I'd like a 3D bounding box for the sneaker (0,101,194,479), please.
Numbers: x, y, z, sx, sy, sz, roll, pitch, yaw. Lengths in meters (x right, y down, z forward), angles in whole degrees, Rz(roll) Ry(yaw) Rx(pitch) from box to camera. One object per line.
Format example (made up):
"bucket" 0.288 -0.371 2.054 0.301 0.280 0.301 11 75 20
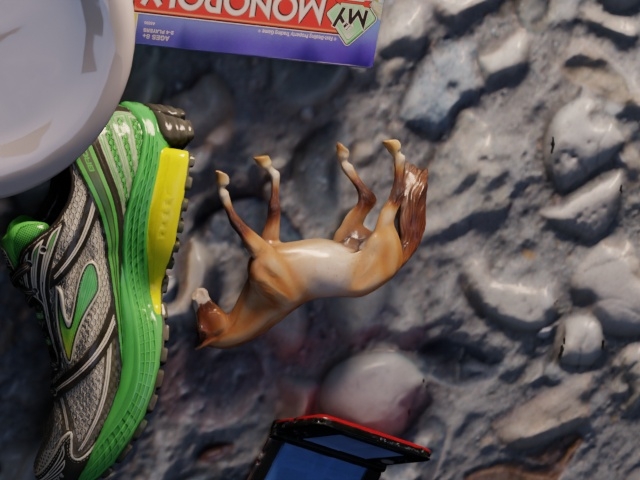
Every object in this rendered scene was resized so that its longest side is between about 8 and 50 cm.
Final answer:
"sneaker" -0.210 0.047 1.301 0.146 0.134 0.344 6 93 -23

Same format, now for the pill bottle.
"pill bottle" -0.281 -0.166 1.043 0.210 0.363 0.210 -9 109 -25

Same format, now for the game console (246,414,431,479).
"game console" 0.016 0.232 1.492 0.144 0.124 0.085 22 68 -32

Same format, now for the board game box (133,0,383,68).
"board game box" -0.083 -0.269 1.304 0.317 0.046 0.214 2 104 -29

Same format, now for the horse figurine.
"horse figurine" 0.000 0.000 1.421 0.263 0.066 0.175 -12 105 -22
